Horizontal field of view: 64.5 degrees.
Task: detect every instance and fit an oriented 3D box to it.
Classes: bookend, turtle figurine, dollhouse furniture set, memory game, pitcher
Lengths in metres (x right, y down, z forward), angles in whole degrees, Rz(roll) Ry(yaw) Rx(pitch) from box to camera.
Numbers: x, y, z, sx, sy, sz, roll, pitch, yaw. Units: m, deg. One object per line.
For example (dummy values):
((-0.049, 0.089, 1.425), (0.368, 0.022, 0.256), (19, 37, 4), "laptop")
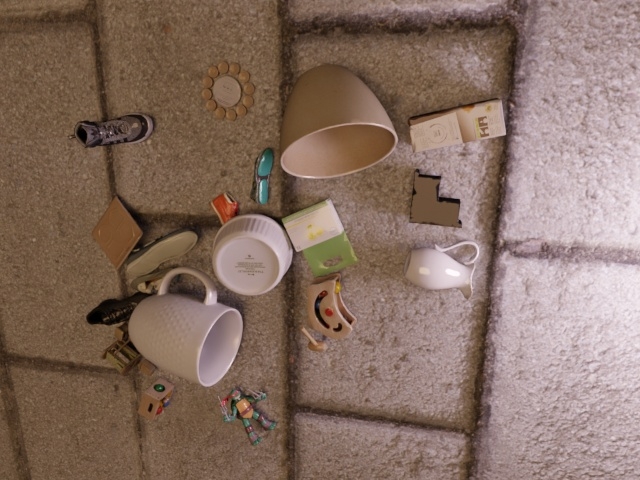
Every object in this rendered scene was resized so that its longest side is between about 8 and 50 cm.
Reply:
((0.352, -0.127, 1.518), (0.156, 0.072, 0.157), (6, 106, 13), "bookend")
((-0.276, 0.630, 1.888), (0.175, 0.118, 0.234), (-36, 97, -20), "turtle figurine")
((-0.722, 0.434, 1.923), (0.182, 0.101, 0.160), (35, 128, 11), "dollhouse furniture set")
((-0.297, -0.477, 1.627), (0.186, 0.012, 0.186), (4, 107, 13), "memory game")
((0.372, 0.070, 1.555), (0.207, 0.125, 0.177), (14, 88, 0), "pitcher")

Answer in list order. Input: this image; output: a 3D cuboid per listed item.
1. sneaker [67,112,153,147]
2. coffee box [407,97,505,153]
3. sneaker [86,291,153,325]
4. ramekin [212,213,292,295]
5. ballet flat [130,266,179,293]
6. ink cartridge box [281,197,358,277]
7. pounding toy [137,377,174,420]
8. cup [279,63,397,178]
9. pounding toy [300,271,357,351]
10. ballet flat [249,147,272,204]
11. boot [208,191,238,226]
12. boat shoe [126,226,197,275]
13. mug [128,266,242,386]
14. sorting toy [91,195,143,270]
((-0.704, -0.362, 1.695), (0.269, 0.153, 0.101), (-7, 104, 17), "sneaker")
((0.378, -0.322, 1.419), (0.247, 0.141, 0.098), (-9, 103, 17), "coffee box")
((-0.743, 0.270, 1.900), (0.287, 0.130, 0.109), (-16, 99, 18), "sneaker")
((-0.230, 0.057, 1.667), (0.273, 0.127, 0.272), (1, 113, 1), "ramekin")
((-0.613, 0.157, 1.856), (0.213, 0.068, 0.072), (-20, 136, 18), "ballet flat")
((0.000, 0.000, 1.661), (0.171, 0.056, 0.235), (-22, 97, 20), "ink cartridge box")
((-0.625, 0.615, 1.965), (0.100, 0.130, 0.141), (26, 110, 7), "pounding toy")
((0.029, -0.350, 1.440), (0.331, 0.331, 0.236), (-17, 74, 19), "cup")
((0.028, 0.253, 1.671), (0.154, 0.155, 0.269), (5, 109, 17), "pounding toy")
((-0.201, -0.213, 1.654), (0.070, 0.070, 0.188), (13, 105, 11), "ballet flat")
((-0.301, -0.088, 1.717), (0.085, 0.059, 0.158), (-36, 93, 16), "boot")
((-0.566, 0.018, 1.788), (0.320, 0.116, 0.099), (-28, 58, 24), "boat shoe")
((-0.473, 0.275, 1.761), (0.328, 0.276, 0.373), (15, 100, 19), "mug")
((-0.732, -0.026, 1.837), (0.193, 0.038, 0.208), (-48, 68, 21), "sorting toy")
